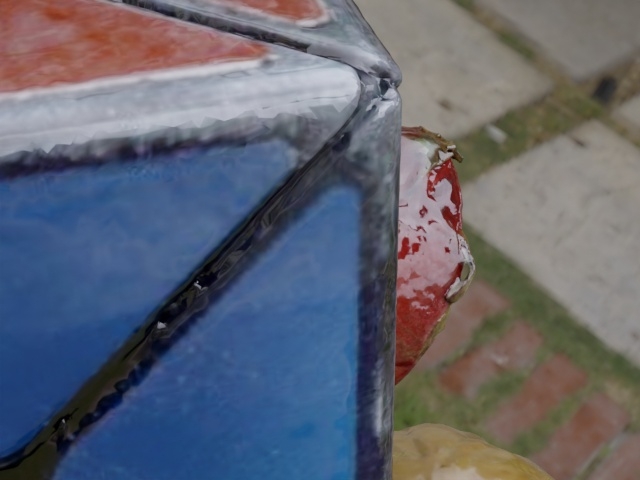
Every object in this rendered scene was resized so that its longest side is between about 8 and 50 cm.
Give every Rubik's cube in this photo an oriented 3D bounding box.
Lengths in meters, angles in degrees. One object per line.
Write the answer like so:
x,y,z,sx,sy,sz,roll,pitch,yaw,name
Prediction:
-0.127,0.008,0.564,0.259,0.260,0.255,-7,35,-12,Rubik's cube

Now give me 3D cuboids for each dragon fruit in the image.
0.001,0.002,0.963,0.161,0.127,0.121,9,43,-20,dragon fruit

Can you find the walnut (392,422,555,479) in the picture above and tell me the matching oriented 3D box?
0.089,0.275,1.141,0.277,0.313,0.252,26,65,30,walnut
